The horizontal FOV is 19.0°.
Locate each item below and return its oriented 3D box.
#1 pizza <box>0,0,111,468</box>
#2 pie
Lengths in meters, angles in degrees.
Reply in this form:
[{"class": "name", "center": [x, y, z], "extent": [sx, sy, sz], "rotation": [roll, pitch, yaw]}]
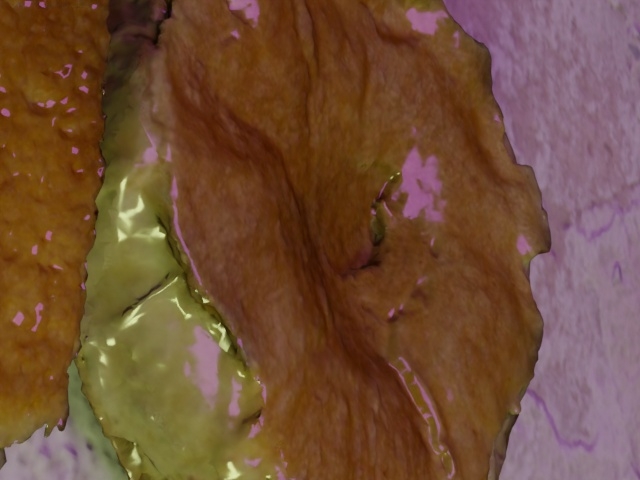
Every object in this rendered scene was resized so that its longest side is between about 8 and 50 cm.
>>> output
[{"class": "pizza", "center": [-0.189, -0.056, 0.634], "extent": [0.268, 0.087, 0.258], "rotation": [18, 70, -49]}, {"class": "pie", "center": [0.000, 0.000, 0.876], "extent": [0.339, 0.083, 0.339], "rotation": [17, 68, -48]}]
